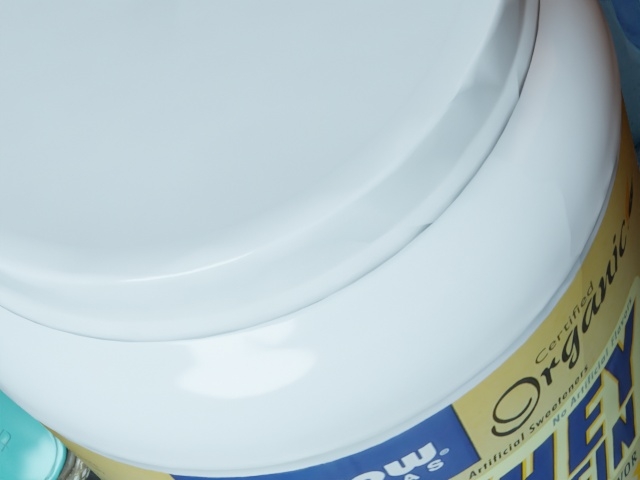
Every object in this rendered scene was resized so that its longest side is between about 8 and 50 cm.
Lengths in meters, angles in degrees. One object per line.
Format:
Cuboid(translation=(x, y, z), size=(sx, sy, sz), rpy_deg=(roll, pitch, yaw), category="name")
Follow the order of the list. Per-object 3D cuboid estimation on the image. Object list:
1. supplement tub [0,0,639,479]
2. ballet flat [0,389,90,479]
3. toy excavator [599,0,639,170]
Cuboid(translation=(0.000, 0.000, 0.596), size=(0.228, 0.228, 0.316), rpy_deg=(64, 2, 33), category="supplement tub")
Cuboid(translation=(-0.173, 0.031, 0.687), size=(0.206, 0.073, 0.067), rpy_deg=(43, 10, 4), category="ballet flat")
Cuboid(translation=(0.090, -0.200, 0.691), size=(0.445, 0.433, 0.222), rpy_deg=(-1, 30, -34), category="toy excavator")
